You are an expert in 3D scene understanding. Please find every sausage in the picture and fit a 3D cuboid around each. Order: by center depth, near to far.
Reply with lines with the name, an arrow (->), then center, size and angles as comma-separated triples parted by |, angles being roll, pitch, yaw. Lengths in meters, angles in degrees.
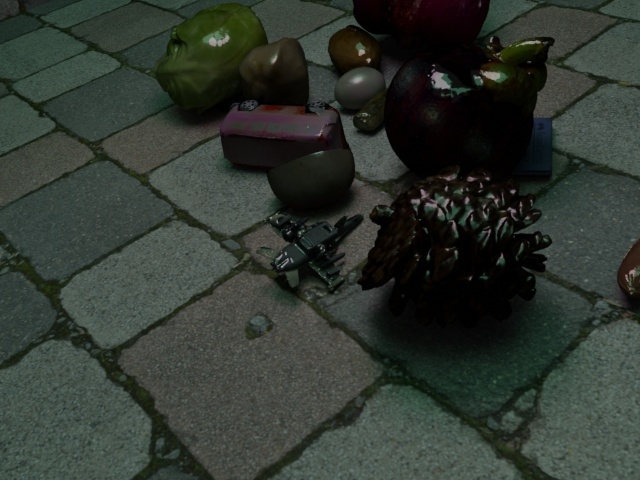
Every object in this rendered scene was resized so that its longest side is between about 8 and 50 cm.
sausage -> 0.630, -0.026, 1.154 | 0.433, 0.087, 0.088 | -36, 45, -28

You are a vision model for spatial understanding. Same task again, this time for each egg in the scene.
egg -> 0.101, -0.387, 1.703 | 0.135, 0.103, 0.103 | -20, 40, -8

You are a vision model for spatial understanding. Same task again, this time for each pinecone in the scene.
pinecone -> 0.217, 0.015, 1.081 | 0.296, 0.242, 0.298 | 9, 41, 10

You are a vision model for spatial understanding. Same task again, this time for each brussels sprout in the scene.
brussels sprout -> -0.283, -0.496, 1.794 | 0.328, 0.247, 0.328 | -24, 9, 4

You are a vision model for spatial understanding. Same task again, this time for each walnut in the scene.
walnut -> 0.092, -0.525, 1.856 | 0.137, 0.137, 0.245 | -20, 39, -11

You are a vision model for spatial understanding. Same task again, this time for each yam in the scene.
yam -> 0.199, -0.365, 1.683 | 0.317, 0.067, 0.071 | -40, 19, -30

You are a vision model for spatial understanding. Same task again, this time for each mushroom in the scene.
mushroom -> -0.017, -0.123, 1.407 | 0.188, 0.141, 0.117 | -12, 72, 14

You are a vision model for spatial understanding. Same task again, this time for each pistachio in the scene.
pistachio -> -0.109, -0.409, 1.670 | 0.166, 0.197, 0.288 | 22, 8, 3

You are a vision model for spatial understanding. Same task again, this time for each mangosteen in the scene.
mangosteen -> 0.290, -0.274, 1.328 | 0.306, 0.359, 0.306 | 15, 44, -15

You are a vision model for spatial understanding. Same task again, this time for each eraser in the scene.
eraser -> 0.458, -0.202, 1.445 | 0.082, 0.036, 0.225 | 2, 41, 19

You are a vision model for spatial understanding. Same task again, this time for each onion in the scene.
onion -> 0.289, -0.738, 1.805 | 0.399, 0.420, 0.398 | 10, 36, -7

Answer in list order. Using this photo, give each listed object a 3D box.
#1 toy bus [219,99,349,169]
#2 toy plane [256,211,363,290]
toy bus -> -0.092, -0.243, 1.558 | 0.303, 0.127, 0.147 | 6, 46, 20
toy plane -> 0.003, -0.006, 1.279 | 0.192, 0.088, 0.262 | 44, 57, 15
